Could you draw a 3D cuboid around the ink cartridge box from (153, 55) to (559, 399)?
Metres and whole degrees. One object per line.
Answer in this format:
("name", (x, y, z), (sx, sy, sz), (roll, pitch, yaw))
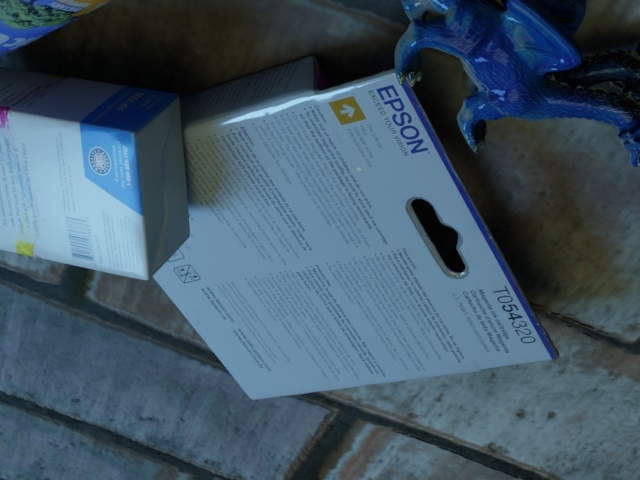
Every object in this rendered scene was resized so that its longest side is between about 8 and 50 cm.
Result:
("ink cartridge box", (0.000, 0.000, 0.978), (0.330, 0.071, 0.324), (-12, 128, 29))

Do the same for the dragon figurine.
("dragon figurine", (0.129, -0.148, 0.763), (0.144, 0.085, 0.289), (-24, 124, 37))

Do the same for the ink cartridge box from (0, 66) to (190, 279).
("ink cartridge box", (-0.228, -0.061, 0.906), (0.231, 0.078, 0.134), (11, 124, 17))

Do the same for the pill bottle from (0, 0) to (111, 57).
("pill bottle", (-0.259, -0.198, 0.793), (0.272, 0.152, 0.152), (-17, 128, 33))
